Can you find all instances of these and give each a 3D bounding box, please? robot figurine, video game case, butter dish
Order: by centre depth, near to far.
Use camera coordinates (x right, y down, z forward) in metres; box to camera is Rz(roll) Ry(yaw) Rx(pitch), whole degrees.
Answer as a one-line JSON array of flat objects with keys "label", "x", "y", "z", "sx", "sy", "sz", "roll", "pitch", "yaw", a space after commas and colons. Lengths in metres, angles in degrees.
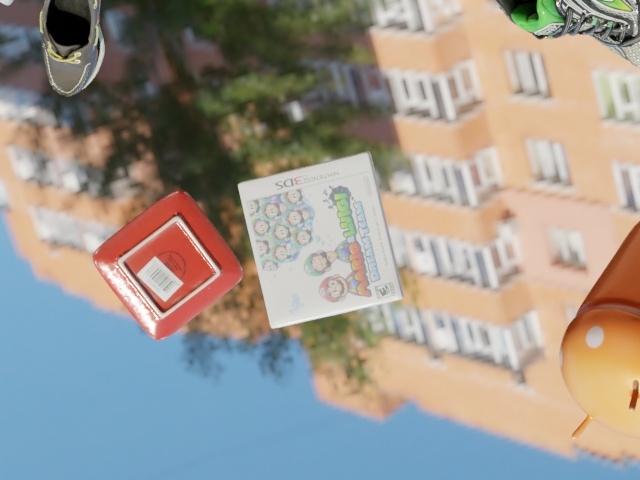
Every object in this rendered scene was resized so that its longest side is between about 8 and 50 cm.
[{"label": "robot figurine", "x": 0.268, "y": 0.063, "z": 1.415, "sx": 0.158, "sy": 0.128, "sz": 0.219, "roll": 15, "pitch": -127, "yaw": 34}, {"label": "video game case", "x": 0.000, "y": 0.000, "z": 1.893, "sx": 0.143, "sy": 0.157, "sz": 0.019, "roll": -13, "pitch": 179, "yaw": 9}, {"label": "butter dish", "x": -0.213, "y": 0.024, "z": 2.475, "sx": 0.160, "sy": 0.160, "sz": 0.118, "roll": -38, "pitch": -161, "yaw": -4}]

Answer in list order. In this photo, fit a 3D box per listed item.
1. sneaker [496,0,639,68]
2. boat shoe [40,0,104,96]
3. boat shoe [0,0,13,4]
[{"label": "sneaker", "x": 0.280, "y": -0.264, "z": 2.028, "sx": 0.134, "sy": 0.343, "sz": 0.146, "roll": -36, "pitch": -149, "yaw": 54}, {"label": "boat shoe", "x": -0.308, "y": -0.261, "z": 2.233, "sx": 0.081, "sy": 0.228, "sz": 0.069, "roll": 19, "pitch": -136, "yaw": 5}, {"label": "boat shoe", "x": -0.429, "y": -0.340, "z": 2.119, "sx": 0.227, "sy": 0.081, "sz": 0.079, "roll": 30, "pitch": -177, "yaw": 28}]
